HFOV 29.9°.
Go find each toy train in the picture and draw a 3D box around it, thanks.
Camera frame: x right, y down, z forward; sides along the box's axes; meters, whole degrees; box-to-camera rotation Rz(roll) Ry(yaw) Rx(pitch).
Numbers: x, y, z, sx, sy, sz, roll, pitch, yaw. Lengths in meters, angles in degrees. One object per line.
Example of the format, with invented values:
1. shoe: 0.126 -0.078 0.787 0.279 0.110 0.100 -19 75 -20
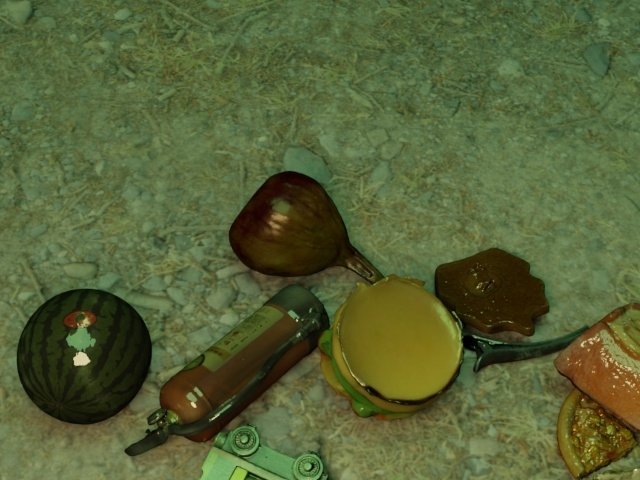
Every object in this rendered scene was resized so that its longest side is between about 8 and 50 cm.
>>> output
1. toy train: -0.081 0.364 1.803 0.200 0.083 0.132 21 63 14

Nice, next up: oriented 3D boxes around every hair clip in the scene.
1. hair clip: 0.354 0.178 2.010 0.229 0.039 0.070 -5 45 -13

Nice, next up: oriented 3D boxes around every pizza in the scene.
1. pizza: 0.437 0.307 1.898 0.131 0.041 0.178 19 52 11

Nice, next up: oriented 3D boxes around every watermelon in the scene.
1. watermelon: -0.363 0.176 1.856 0.212 0.212 0.212 2 50 -2

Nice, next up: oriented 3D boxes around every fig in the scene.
1. fig: -0.020 0.010 2.084 0.290 0.190 0.191 40 47 -24

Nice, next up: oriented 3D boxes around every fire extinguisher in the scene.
1. fire extinguisher: -0.136 0.203 1.863 0.376 0.200 0.113 -39 82 -29

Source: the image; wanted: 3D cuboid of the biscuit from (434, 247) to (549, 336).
1. biscuit: 0.301 0.098 2.053 0.182 0.034 0.215 -18 42 -18

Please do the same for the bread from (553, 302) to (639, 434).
1. bread: 0.523 0.211 1.921 0.244 0.123 0.190 40 38 18

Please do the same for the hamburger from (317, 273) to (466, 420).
1. hamburger: 0.102 0.180 1.910 0.237 0.149 0.237 7 64 -16

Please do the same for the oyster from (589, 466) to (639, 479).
1. oyster: 0.466 0.432 1.769 0.354 0.107 0.201 11 70 -9
